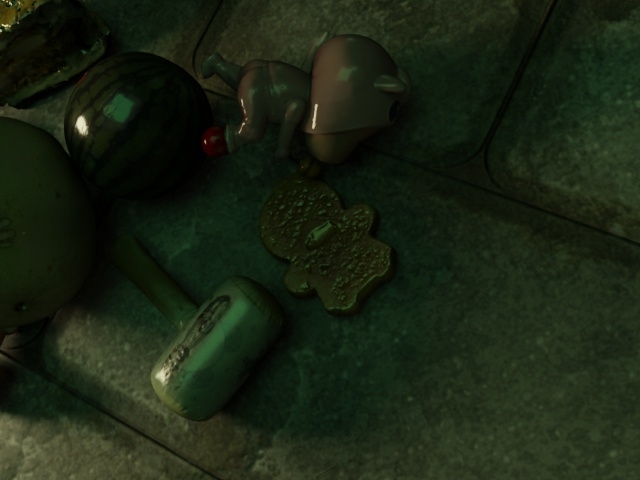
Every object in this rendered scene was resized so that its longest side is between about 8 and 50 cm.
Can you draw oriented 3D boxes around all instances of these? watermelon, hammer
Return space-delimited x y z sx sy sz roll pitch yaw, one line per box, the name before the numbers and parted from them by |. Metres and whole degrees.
watermelon | -0.260 -0.161 1.155 0.212 0.212 0.212 -5 72 16
hammer | -0.202 0.090 1.118 0.305 0.113 0.202 38 85 29

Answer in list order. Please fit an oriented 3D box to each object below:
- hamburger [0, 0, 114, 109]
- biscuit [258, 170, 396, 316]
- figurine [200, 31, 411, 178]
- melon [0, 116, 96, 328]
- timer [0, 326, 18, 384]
hamburger | -0.498 -0.344 1.307 0.288 0.168 0.192 -28 69 8
biscuit | 0.000 0.000 1.114 0.166 0.036 0.225 -47 63 -2
figurine | -0.021 -0.186 1.112 0.288 0.186 0.176 -5 26 -3
melon | -0.463 -0.034 1.145 0.269 0.268 0.330 -32 59 6
timer | -0.502 0.152 1.196 0.132 0.132 0.152 18 57 22
